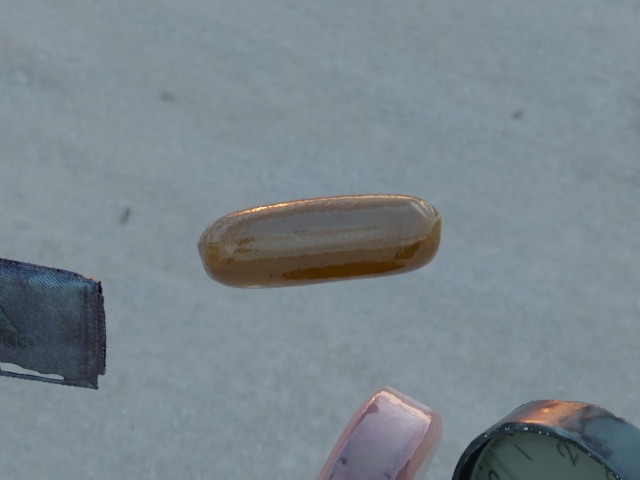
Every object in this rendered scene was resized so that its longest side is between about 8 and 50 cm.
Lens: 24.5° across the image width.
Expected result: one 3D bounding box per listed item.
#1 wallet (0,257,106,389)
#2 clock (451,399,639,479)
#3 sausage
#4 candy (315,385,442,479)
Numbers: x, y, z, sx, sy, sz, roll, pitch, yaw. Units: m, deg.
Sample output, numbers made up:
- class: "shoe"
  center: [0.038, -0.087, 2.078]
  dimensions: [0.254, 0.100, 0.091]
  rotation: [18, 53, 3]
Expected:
- class: "wallet"
  center: [-0.241, 0.053, 1.104]
  dimensions: [0.166, 0.111, 0.030]
  rotation: [10, 40, 3]
- class: "clock"
  center: [0.259, 0.317, 1.457]
  dimensions: [0.067, 0.325, 0.325]
  rotation: [-21, 48, -37]
- class: "sausage"
  center: [0.000, 0.000, 1.651]
  dimensions: [0.274, 0.105, 0.105]
  rotation: [-6, 39, 0]
- class: "candy"
  center: [0.051, 0.289, 1.675]
  dimensions: [0.094, 0.255, 0.255]
  rotation: [27, 40, 11]
